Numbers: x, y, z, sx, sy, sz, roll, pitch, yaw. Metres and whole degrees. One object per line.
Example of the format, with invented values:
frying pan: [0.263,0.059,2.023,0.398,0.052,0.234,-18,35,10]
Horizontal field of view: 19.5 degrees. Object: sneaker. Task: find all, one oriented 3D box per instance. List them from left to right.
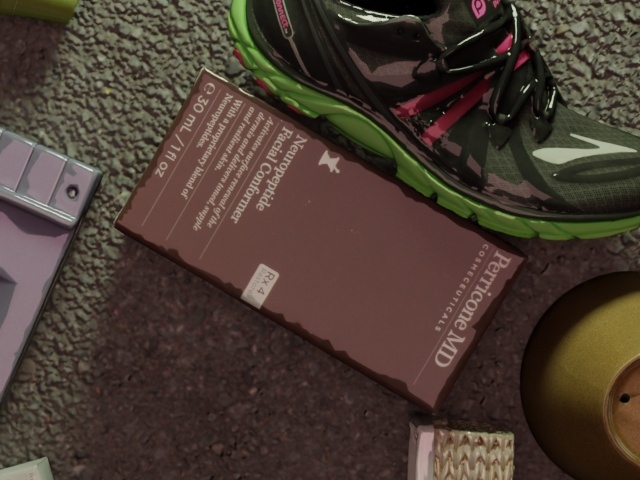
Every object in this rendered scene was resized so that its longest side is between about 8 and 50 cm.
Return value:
sneaker: [0.142,-0.159,1.837,0.483,0.185,0.202,28,121,-2]

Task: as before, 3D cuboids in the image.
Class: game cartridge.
game cartridge: [-0.402,0.044,1.957,0.230,0.068,0.355,23,93,-3]

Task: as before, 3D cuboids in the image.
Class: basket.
basket: [0.142,0.267,1.913,0.103,0.113,0.167,3,92,-2]

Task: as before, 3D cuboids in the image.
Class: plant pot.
plant pot: [-0.291,-0.261,1.938,0.079,0.083,0.083,17,92,-11]
plant pot: [0.321,0.151,1.831,0.237,0.254,0.237,0,91,3]

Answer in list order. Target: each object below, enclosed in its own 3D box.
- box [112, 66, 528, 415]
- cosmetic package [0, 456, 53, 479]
box: [0.000,0.000,1.899,0.381,0.143,0.191,30,92,0]
cosmetic package: [-0.305,0.358,1.959,0.099,0.060,0.239,-17,91,2]
